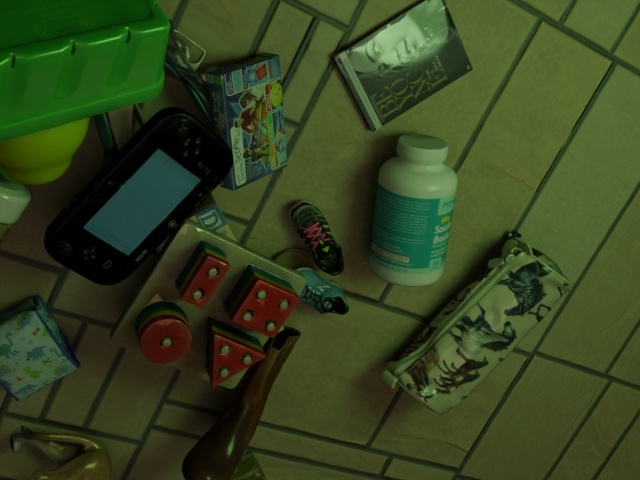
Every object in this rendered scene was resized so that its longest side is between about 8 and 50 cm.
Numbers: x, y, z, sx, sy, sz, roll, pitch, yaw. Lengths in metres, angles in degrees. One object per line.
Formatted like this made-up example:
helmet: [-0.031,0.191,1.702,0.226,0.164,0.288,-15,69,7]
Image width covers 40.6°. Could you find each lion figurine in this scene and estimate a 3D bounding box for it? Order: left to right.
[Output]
lion figurine: [-0.462,0.512,1.664,0.240,0.142,0.392,-3,112,-26]

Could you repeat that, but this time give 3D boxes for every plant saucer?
plant saucer: [-0.055,0.051,1.649,0.084,0.015,0.083,-8,118,-16]

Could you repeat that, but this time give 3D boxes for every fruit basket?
fruit basket: [-0.420,-0.248,1.234,0.392,0.392,0.282,-25,87,-7]

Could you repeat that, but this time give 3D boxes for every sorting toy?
sorting toy: [-0.186,0.132,1.496,0.257,0.089,0.255,27,104,-29]

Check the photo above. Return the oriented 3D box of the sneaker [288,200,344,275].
sneaker: [0.000,0.000,1.609,0.063,0.075,0.170,-31,121,-3]

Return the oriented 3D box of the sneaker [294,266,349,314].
sneaker: [-0.004,0.101,1.644,0.162,0.073,0.063,19,112,-39]

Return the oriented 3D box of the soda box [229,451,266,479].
soda box: [-0.206,0.517,1.801,0.181,0.058,0.061,-26,121,-5]

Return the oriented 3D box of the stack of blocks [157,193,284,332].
stack of blocks: [-0.207,0.074,1.564,0.171,0.087,0.297,-28,121,-5]

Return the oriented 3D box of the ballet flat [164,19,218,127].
ballet flat: [-0.204,-0.274,1.405,0.074,0.074,0.203,-38,119,1]

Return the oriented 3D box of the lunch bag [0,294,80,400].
lunch bag: [-0.511,0.192,1.509,0.129,0.096,0.151,-28,111,-5]

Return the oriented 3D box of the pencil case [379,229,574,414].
pencil case: [0.311,0.175,1.758,0.410,0.160,0.183,-47,120,6]

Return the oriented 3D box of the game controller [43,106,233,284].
game controller: [-0.286,-0.065,1.381,0.319,0.067,0.166,-45,125,7]

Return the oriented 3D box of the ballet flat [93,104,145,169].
ballet flat: [-0.321,-0.147,1.424,0.086,0.086,0.248,-9,117,-15]

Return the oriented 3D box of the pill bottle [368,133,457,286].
pill bottle: [0.172,-0.058,1.600,0.146,0.146,0.264,-4,117,-18]

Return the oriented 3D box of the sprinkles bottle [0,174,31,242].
sprinkles bottle: [-0.604,0.040,1.385,0.121,0.121,0.355,30,102,-29]

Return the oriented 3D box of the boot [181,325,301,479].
boot: [-0.134,0.314,1.615,0.096,0.264,0.280,35,110,10]

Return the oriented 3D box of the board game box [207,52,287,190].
board game box: [-0.119,-0.200,1.453,0.136,0.035,0.201,-29,127,-42]

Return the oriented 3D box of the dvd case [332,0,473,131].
dvd case: [0.149,-0.316,1.540,0.221,0.018,0.164,-32,122,-2]
